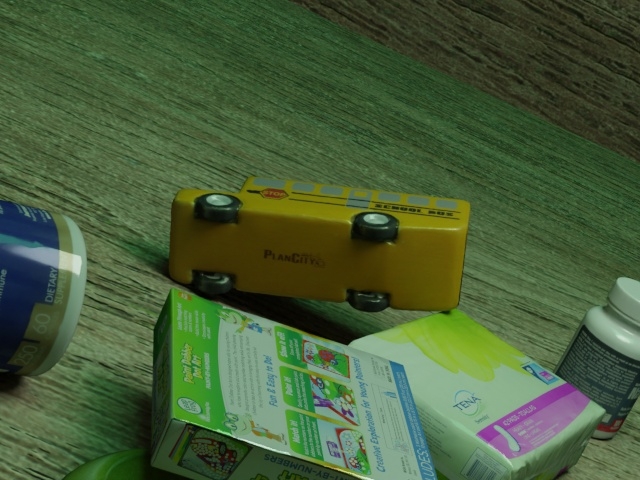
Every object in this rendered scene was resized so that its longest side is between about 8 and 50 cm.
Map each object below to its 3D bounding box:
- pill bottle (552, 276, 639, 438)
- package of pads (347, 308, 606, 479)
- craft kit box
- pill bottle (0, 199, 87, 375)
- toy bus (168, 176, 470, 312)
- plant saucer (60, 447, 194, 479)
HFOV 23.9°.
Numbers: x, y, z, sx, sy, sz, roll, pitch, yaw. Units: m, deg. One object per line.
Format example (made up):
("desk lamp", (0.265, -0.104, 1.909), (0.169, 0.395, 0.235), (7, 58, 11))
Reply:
("pill bottle", (0.357, 0.142, 1.853), (0.108, 0.180, 0.108), (23, 20, -9))
("package of pads", (0.151, 0.179, 1.623), (0.229, 0.101, 0.296), (34, 21, 21))
("craft kit box", (-0.028, 0.152, 1.346), (0.246, 0.061, 0.250), (22, 19, -14))
("pill bottle", (-0.351, 0.026, 1.313), (0.265, 0.153, 0.153), (13, 23, -31))
("toy bus", (0.000, 0.000, 1.730), (0.333, 0.108, 0.130), (7, 24, 5))
("plant saucer", (-0.103, 0.241, 1.246), (0.241, 0.037, 0.241), (24, 20, -9))
